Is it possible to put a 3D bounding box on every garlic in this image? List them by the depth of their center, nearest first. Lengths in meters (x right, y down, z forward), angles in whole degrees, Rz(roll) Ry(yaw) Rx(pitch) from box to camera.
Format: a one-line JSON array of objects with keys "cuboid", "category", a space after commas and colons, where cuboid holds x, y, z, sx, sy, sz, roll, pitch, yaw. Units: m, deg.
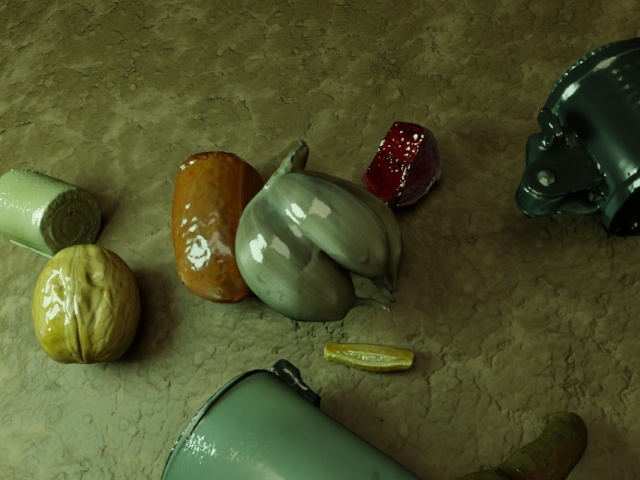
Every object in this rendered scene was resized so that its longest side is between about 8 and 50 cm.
[{"cuboid": [0.000, 0.000, 0.914, 0.210, 0.237, 0.292, -45, 79, 12], "category": "garlic"}]

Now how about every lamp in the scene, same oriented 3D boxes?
[{"cuboid": [0.462, -0.153, 0.876, 0.374, 0.205, 0.272, 0, 61, 4], "category": "lamp"}]

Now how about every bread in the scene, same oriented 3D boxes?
[{"cuboid": [-0.495, -0.046, 1.106, 0.141, 0.148, 0.134, 18, 52, 21], "category": "bread"}]

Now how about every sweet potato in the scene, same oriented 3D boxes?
[{"cuboid": [0.194, 0.304, 0.694, 0.385, 0.109, 0.109, -12, 50, -42], "category": "sweet potato"}]

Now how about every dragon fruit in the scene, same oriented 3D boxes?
[{"cuboid": [0.144, -0.120, 1.016, 0.102, 0.096, 0.147, 40, 110, 37], "category": "dragon fruit"}]

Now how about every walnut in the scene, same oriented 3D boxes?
[{"cuboid": [-0.379, 0.104, 0.998, 0.165, 0.165, 0.197, -19, 61, 5], "category": "walnut"}]

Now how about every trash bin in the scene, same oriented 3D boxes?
[{"cuboid": [-0.032, 0.320, 0.763, 0.263, 0.217, 0.277, 28, 59, 25], "category": "trash bin"}]

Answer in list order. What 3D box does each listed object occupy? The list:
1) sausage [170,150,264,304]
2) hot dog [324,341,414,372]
[{"cuboid": [-0.163, -0.022, 1.003, 0.141, 0.153, 0.267, -18, 61, 17], "category": "sausage"}, {"cuboid": [0.071, 0.176, 0.916, 0.137, 0.028, 0.044, 3, 39, 13], "category": "hot dog"}]
